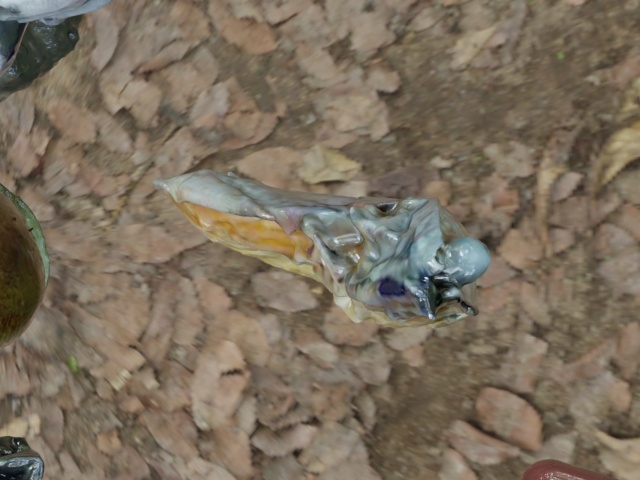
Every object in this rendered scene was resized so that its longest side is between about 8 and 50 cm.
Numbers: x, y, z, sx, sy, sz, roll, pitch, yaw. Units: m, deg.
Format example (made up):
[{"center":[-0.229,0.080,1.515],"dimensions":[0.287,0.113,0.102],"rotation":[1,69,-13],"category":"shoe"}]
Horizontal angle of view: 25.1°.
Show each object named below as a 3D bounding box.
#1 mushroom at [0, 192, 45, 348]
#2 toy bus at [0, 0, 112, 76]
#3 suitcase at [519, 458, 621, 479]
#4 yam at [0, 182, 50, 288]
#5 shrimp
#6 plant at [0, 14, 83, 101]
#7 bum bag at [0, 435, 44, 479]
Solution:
[{"center":[-0.288,0.002,0.921],"dimensions":[0.231,0.194,0.138],"rotation":[4,87,-29],"category":"mushroom"},{"center":[-0.152,-0.121,0.450],"dimensions":[0.097,0.342,0.138],"rotation":[-47,118,-33],"category":"toy bus"},{"center":[0.298,0.324,1.295],"dimensions":[0.297,0.236,0.161],"rotation":[17,72,12],"category":"suitcase"},{"center":[-0.383,0.020,1.297],"dimensions":[0.161,0.268,0.161],"rotation":[3,86,-46],"category":"yam"},{"center":[0.000,0.000,0.662],"dimensions":[0.164,0.317,0.062],"rotation":[17,89,-6],"category":"shrimp"},{"center":[-0.369,-0.184,1.202],"dimensions":[0.215,0.312,0.213],"rotation":[-31,104,-54],"category":"plant"},{"center":[-0.402,0.294,1.328],"dimensions":[0.340,0.144,0.095],"rotation":[-42,119,-28],"category":"bum bag"}]
